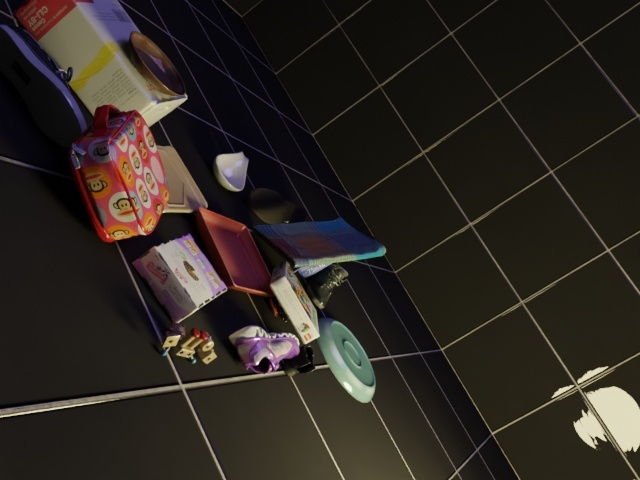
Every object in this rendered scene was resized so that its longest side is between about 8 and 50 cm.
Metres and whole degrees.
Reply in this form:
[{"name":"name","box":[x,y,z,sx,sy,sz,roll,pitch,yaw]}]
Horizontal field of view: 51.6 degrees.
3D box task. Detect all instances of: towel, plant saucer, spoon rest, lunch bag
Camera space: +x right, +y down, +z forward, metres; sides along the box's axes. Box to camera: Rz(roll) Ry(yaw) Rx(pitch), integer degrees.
[{"name":"towel","box":[0.000,0.000,2.176,0.370,0.040,0.271,-6,28,-36]},{"name":"plant saucer","box":[-0.427,-0.445,1.701,0.198,0.036,0.198,51,15,-19]},{"name":"plant saucer","box":[0.092,0.382,2.183,0.317,0.044,0.317,51,15,-19]},{"name":"spoon rest","box":[-0.296,-0.247,2.237,0.137,0.084,0.276,51,14,-16]},{"name":"lunch bag","box":[-0.424,-0.159,1.409,0.293,0.120,0.258,-92,168,-66]},{"name":"plant saucer","box":[-0.239,0.046,1.851,0.259,0.048,0.258,62,16,22]}]

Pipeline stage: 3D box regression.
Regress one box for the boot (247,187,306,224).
[{"name":"boot","box":[-0.180,-0.124,2.375,0.115,0.112,0.305,29,3,34]}]

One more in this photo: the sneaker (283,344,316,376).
[{"name":"sneaker","box":[-0.052,0.311,1.784,0.051,0.089,0.170,51,15,-16]}]

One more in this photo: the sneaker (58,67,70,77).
[{"name":"sneaker","box":[-0.638,-0.397,1.591,0.083,0.032,0.036,16,55,-61]}]

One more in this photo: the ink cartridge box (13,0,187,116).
[{"name":"ink cartridge box","box":[-0.561,-0.479,1.743,0.384,0.160,0.279,53,15,-9]}]

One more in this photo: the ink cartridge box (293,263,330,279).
[{"name":"ink cartridge box","box":[0.018,0.048,2.388,0.065,0.186,0.311,58,15,-4]}]

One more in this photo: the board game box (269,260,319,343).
[{"name":"board game box","box":[-0.075,0.171,1.933,0.193,0.053,0.305,61,2,-7]}]

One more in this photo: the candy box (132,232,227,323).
[{"name":"candy box","box":[-0.312,0.081,1.495,0.164,0.070,0.196,56,14,-1]}]

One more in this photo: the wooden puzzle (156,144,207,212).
[{"name":"wooden puzzle","box":[-0.419,-0.163,1.756,0.221,0.044,0.239,58,19,7]}]

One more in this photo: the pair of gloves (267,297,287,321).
[{"name":"pair of gloves","box":[-0.127,0.202,1.941,0.083,0.010,0.074,44,17,-47]}]

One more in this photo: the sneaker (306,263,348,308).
[{"name":"sneaker","box":[0.024,0.149,2.308,0.087,0.130,0.227,51,17,-12]}]

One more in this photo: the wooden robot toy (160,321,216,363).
[{"name":"wooden robot toy","box":[-0.277,0.196,1.367,0.079,0.076,0.173,52,10,33]}]

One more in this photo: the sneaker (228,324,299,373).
[{"name":"sneaker","box":[-0.129,0.280,1.625,0.236,0.095,0.104,23,42,-56]}]

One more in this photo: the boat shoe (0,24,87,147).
[{"name":"boat shoe","box":[-0.592,-0.336,1.431,0.306,0.113,0.105,47,29,3]}]
